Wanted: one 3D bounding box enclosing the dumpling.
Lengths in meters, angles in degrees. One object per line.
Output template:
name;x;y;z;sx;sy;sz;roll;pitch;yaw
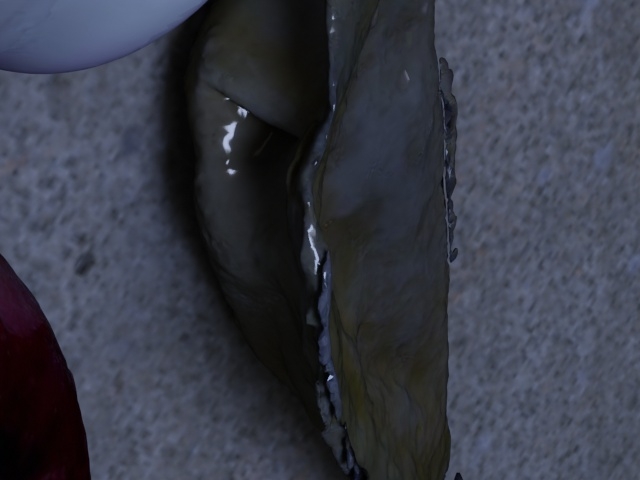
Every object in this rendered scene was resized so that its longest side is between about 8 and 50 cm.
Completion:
dumpling;-0.002;-0.002;0.773;0.166;0.086;0.332;-47;136;-53

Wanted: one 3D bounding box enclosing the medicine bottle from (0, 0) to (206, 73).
medicine bottle;-0.158;-0.201;0.476;0.325;0.256;0.256;18;98;-28

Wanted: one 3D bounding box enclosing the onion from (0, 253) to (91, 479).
onion;-0.200;0.113;0.586;0.314;0.232;0.314;-21;126;-32
